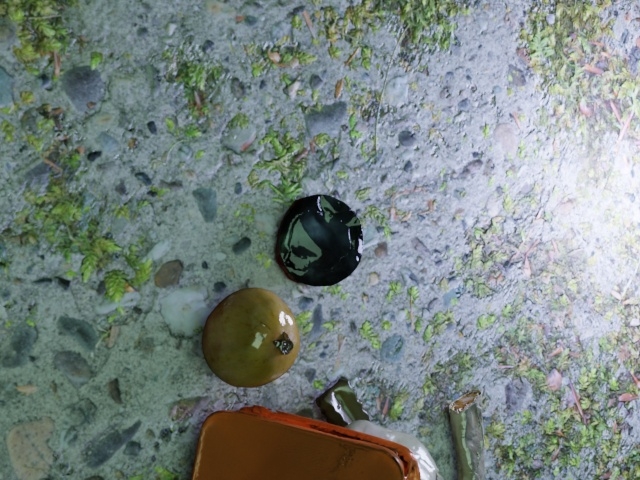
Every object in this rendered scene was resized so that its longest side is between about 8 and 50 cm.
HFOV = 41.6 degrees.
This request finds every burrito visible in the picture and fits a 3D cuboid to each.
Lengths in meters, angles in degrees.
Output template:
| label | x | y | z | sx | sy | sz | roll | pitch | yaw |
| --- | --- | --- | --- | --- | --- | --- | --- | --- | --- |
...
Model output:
| label | x | y | z | sx | sy | sz | roll | pitch | yaw |
| --- | --- | --- | --- | --- | --- | --- | --- | --- | --- |
| burrito | 0.326 | 0.448 | 1.856 | 0.087 | 0.060 | 0.226 | -3 | 88 | -30 |

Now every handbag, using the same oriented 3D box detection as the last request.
| label | x | y | z | sx | sy | sz | roll | pitch | yaw |
| --- | --- | --- | --- | --- | --- | --- | --- | --- | --- |
| handbag | -0.038 | 0.481 | 1.532 | 0.116 | 0.410 | 0.303 | 22 | 78 | -67 |

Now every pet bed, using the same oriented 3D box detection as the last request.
| label | x | y | z | sx | sy | sz | roll | pitch | yaw |
| --- | --- | --- | --- | --- | --- | --- | --- | --- | --- |
| pet bed | 0.000 | 0.000 | 1.730 | 0.201 | 0.053 | 0.201 | 0 | 89 | -24 |

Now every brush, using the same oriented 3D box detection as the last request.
| label | x | y | z | sx | sy | sz | roll | pitch | yaw |
| --- | --- | --- | --- | --- | --- | --- | --- | --- | --- |
| brush | 0.095 | 0.423 | 1.755 | 0.084 | 0.071 | 0.301 | -39 | 109 | -24 |

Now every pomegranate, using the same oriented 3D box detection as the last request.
| label | x | y | z | sx | sy | sz | roll | pitch | yaw |
| --- | --- | --- | --- | --- | --- | --- | --- | --- | --- |
| pomegranate | -0.131 | 0.183 | 1.593 | 0.191 | 0.191 | 0.191 | 1 | 88 | -24 |

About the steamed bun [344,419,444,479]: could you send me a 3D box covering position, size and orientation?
| label | x | y | z | sx | sy | sz | roll | pitch | yaw |
| --- | --- | --- | --- | --- | --- | --- | --- | --- | --- |
| steamed bun | 0.120 | 0.530 | 1.646 | 0.275 | 0.206 | 0.320 | -35 | 109 | 17 |
